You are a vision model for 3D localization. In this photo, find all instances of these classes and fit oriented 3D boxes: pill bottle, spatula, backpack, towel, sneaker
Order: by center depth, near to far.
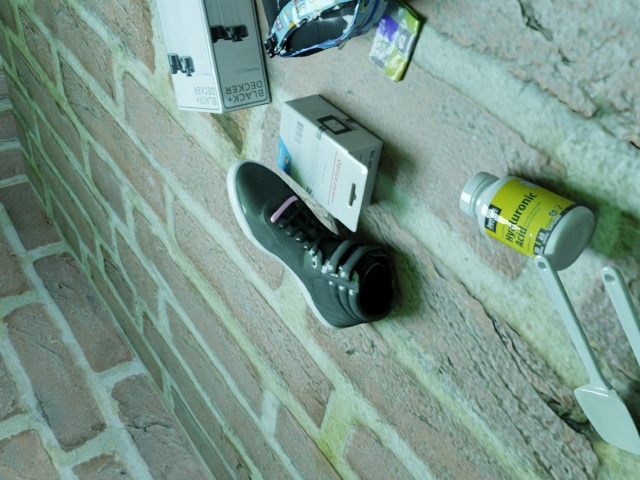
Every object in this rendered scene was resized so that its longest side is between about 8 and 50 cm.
[{"bbox_3d":[0.278,0.112,0.526,0.168,0.019,0.242,3,130,59],"label":"spatula"},{"bbox_3d":[0.194,-0.024,0.588,0.116,0.065,0.065,36,136,42],"label":"pill bottle"},{"bbox_3d":[0.010,-0.287,0.659,0.173,0.117,0.158,9,115,55],"label":"backpack"},{"bbox_3d":[0.082,-0.226,0.689,0.060,0.009,0.083,53,145,25],"label":"towel"},{"bbox_3d":[0.000,0.000,0.827,0.147,0.104,0.295,-12,119,54],"label":"sneaker"}]

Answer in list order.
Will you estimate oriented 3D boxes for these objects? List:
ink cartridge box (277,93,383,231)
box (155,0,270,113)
[{"bbox_3d":[0.019,-0.105,0.808,0.180,0.060,0.104,44,140,35],"label":"ink cartridge box"},{"bbox_3d":[-0.176,-0.347,0.934,0.169,0.087,0.289,20,125,51],"label":"box"}]
